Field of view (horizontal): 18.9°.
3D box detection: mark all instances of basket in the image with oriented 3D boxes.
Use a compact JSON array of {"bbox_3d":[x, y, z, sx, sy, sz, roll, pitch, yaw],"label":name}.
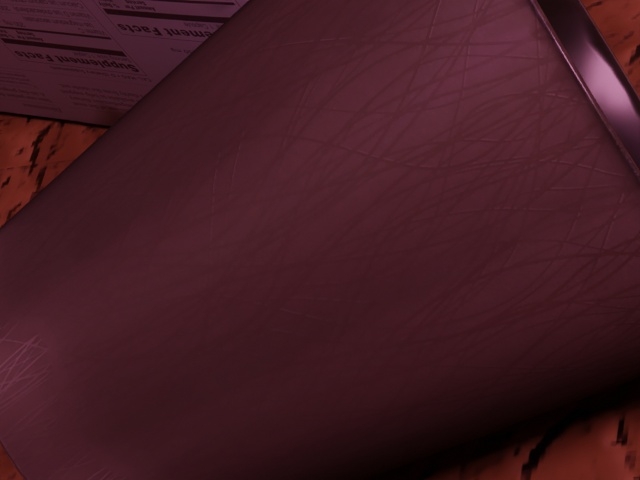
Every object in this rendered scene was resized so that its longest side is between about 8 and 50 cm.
[{"bbox_3d":[0.000,0.000,0.659,0.227,0.154,0.204,-31,71,15],"label":"basket"}]

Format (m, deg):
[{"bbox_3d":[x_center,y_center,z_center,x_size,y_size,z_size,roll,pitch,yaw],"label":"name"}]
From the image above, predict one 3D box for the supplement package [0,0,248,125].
[{"bbox_3d":[-0.066,-0.166,0.826,0.262,0.145,0.204,10,64,36],"label":"supplement package"}]
